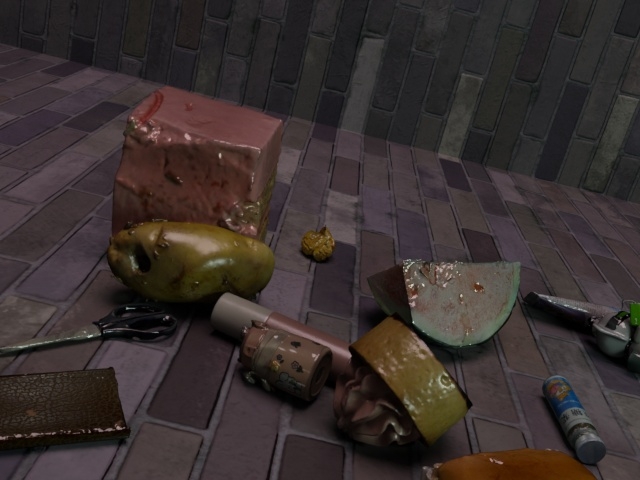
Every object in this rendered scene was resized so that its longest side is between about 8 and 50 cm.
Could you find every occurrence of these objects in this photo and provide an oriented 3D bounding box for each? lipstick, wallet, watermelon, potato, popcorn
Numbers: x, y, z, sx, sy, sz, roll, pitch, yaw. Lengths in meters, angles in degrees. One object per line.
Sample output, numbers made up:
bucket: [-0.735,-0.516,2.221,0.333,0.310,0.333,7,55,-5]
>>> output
lipstick: [-0.061,0.165,1.266,0.254,0.070,0.070,21,22,16]
wallet: [-0.380,0.222,0.970,0.243,0.039,0.133,2,31,-30]
watermelon: [0.256,0.106,1.466,0.305,0.180,0.224,-2,37,-32]
potato: [-0.227,0.042,1.335,0.300,0.173,0.140,10,65,-24]
popcorn: [0.000,0.000,1.707,0.084,0.084,0.084,13,21,-5]

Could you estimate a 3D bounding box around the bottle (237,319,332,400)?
bottle: [-0.066,0.187,1.180,0.152,0.099,0.099,19,21,19]

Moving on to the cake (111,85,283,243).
cake: [-0.242,-0.112,1.518,0.314,0.307,0.293,14,23,-1]

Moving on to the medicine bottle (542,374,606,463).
medicine bottle: [0.428,0.300,1.272,0.051,0.051,0.191,12,22,-7]

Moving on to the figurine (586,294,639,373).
figurine: [0.649,0.206,1.571,0.192,0.126,0.147,25,-13,40]

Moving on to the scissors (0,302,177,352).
scissors: [-0.366,0.146,1.187,0.300,0.022,0.109,-10,28,-45]

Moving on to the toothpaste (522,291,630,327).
toothpaste: [0.610,0.171,1.684,0.299,0.073,0.114,16,-11,8]

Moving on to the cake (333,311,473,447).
cake: [0.106,0.231,1.116,0.185,0.178,0.208,50,1,25]

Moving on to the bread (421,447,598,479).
bread: [0.258,0.344,0.981,0.241,0.107,0.136,4,21,-26]
